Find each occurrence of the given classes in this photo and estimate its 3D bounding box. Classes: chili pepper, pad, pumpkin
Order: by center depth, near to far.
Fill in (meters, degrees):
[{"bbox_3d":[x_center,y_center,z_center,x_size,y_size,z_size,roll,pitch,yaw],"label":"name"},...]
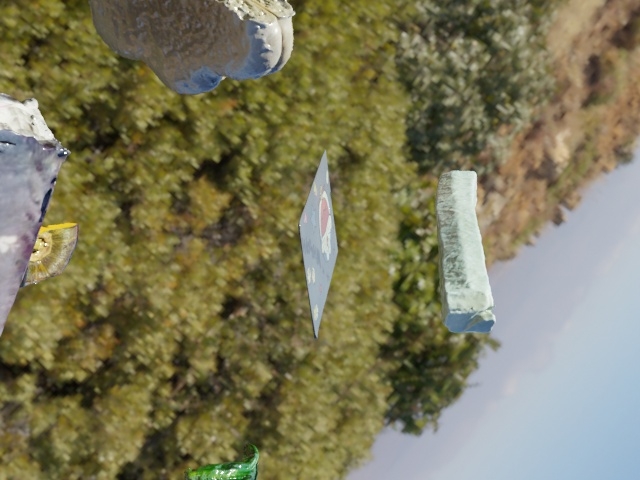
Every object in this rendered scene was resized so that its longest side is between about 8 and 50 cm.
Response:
[{"bbox_3d":[-0.106,0.272,1.175,0.118,0.055,0.035,-17,134,-47],"label":"chili pepper"},{"bbox_3d":[-0.361,0.016,1.298,0.101,0.035,0.073,-21,126,-63],"label":"pumpkin"},{"bbox_3d":[0.000,0.000,1.338,0.245,0.006,0.170,-74,160,-62],"label":"pad"}]

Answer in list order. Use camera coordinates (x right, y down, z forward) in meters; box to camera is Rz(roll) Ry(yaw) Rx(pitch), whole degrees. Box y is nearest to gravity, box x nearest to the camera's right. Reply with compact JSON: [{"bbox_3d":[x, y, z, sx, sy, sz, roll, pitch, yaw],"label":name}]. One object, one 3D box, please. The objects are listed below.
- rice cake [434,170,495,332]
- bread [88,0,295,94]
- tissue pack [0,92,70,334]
[{"bbox_3d":[0.130,0.004,0.919,0.245,0.045,0.042,-83,170,-58],"label":"rice cake"},{"bbox_3d":[-0.190,-0.292,1.247,0.102,0.337,0.183,-45,165,-42],"label":"bread"},{"bbox_3d":[-0.253,-0.001,0.440,0.235,0.073,0.173,6,121,-39],"label":"tissue pack"}]
